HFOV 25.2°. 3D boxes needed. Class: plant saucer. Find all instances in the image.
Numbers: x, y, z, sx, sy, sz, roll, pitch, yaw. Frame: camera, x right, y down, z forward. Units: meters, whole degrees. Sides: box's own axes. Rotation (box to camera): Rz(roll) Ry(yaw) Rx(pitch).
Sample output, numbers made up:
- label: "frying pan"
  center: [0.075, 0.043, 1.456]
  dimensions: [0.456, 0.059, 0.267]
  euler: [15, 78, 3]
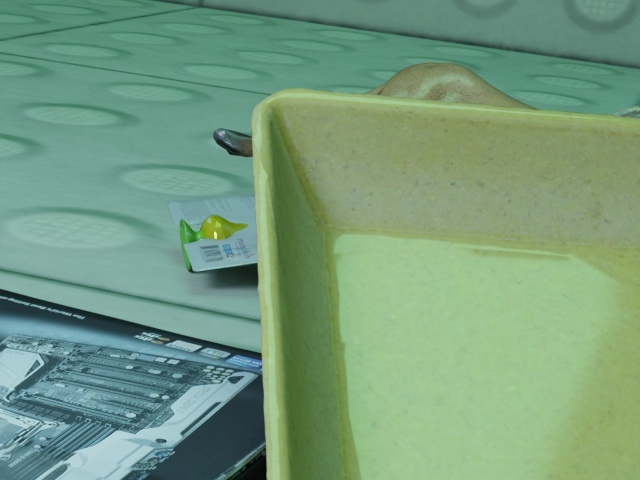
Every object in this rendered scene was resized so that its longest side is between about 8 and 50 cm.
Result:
- label: "plant saucer"
  center: [0.130, 0.077, 0.689]
  dimensions: [0.333, 0.081, 0.333]
  euler: [4, 46, -9]

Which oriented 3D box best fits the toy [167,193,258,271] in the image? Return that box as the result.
- label: "toy"
  center: [0.000, 0.000, 1.186]
  dimensions: [0.237, 0.056, 0.137]
  euler: [-4, 25, -14]

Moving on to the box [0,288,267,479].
- label: "box"
  center: [-0.171, 0.099, 0.699]
  dimensions: [0.307, 0.076, 0.242]
  euler: [12, 16, 21]

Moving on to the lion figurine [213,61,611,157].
- label: "lion figurine"
  center: [0.133, -0.054, 1.067]
  dimensions: [0.392, 0.142, 0.240]
  euler: [33, 65, 23]

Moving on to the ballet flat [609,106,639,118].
- label: "ballet flat"
  center: [0.301, 0.048, 0.857]
  dimensions: [0.348, 0.123, 0.123]
  euler: [38, 23, 12]
